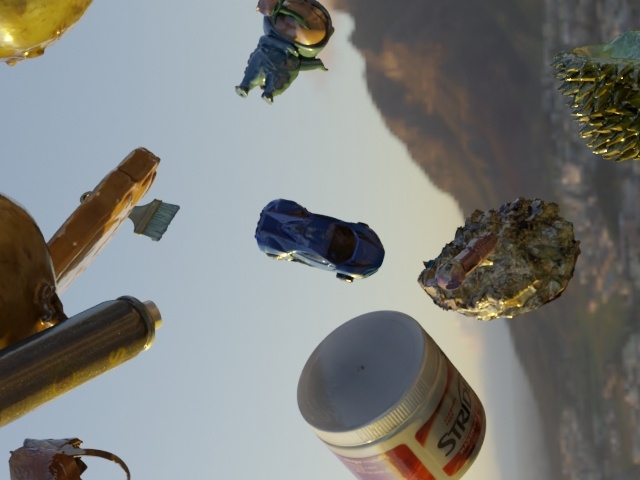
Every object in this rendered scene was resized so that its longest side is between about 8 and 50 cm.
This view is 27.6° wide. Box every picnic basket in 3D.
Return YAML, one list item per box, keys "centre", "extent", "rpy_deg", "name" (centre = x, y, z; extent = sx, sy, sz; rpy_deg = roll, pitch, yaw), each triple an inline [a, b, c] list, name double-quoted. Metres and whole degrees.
- centre: [-0.388, 0.380, 2.048]
  extent: [0.137, 0.179, 0.128]
  rpy_deg: [-89, 3, -55]
  name: "picnic basket"

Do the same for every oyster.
- centre: [0.281, 0.029, 2.063]
  extent: [0.092, 0.260, 0.198]
  rpy_deg: [56, -164, -50]
  name: "oyster"

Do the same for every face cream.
- centre: [0.098, 0.225, 1.746]
  extent: [0.187, 0.201, 0.201]
  rpy_deg: [51, -151, -35]
  name: "face cream"
- centre: [-0.276, 0.126, 1.384]
  extent: [0.283, 0.073, 0.073]
  rpy_deg: [-27, -62, -47]
  name: "face cream"

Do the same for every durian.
- centre: [0.481, -0.220, 1.907]
  extent: [0.394, 0.198, 0.163]
  rpy_deg: [17, 131, 62]
  name: "durian"

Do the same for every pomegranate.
- centre: [-0.446, 0.074, 1.466]
  extent: [0.332, 0.333, 0.332]
  rpy_deg: [-3, -90, -83]
  name: "pomegranate"

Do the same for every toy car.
- centre: [0.000, 0.000, 2.123]
  extent: [0.063, 0.216, 0.103]
  rpy_deg: [102, -175, -82]
  name: "toy car"

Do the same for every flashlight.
- centre: [0.165, 0.022, 1.487]
  extent: [0.110, 0.052, 0.031]
  rpy_deg: [-39, -61, -35]
  name: "flashlight"

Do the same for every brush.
- centre: [-0.371, -0.059, 2.479]
  extent: [0.082, 0.218, 0.010]
  rpy_deg: [-61, -30, -20]
  name: "brush"

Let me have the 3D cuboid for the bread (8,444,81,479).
- centre: [-0.404, 0.365, 1.886]
  extent: [0.044, 0.126, 0.129]
  rpy_deg: [-29, -61, -56]
  name: "bread"

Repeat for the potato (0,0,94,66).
- centre: [-0.276, -0.276, 1.170]
  extent: [0.307, 0.210, 0.173]
  rpy_deg: [-92, -12, -47]
  name: "potato"

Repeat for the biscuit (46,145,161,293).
- centre: [-0.339, 0.001, 1.851]
  extent: [0.312, 0.057, 0.351]
  rpy_deg: [-46, 6, 29]
  name: "biscuit"

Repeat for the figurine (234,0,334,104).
- centre: [-0.049, -0.278, 1.832]
  extent: [0.178, 0.114, 0.144]
  rpy_deg: [-60, -11, -17]
  name: "figurine"
